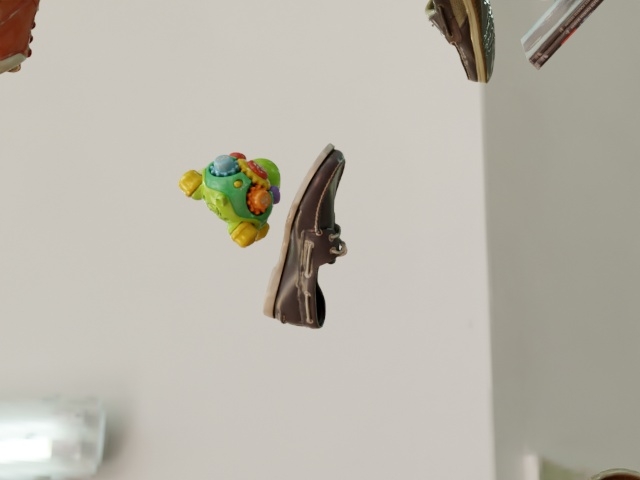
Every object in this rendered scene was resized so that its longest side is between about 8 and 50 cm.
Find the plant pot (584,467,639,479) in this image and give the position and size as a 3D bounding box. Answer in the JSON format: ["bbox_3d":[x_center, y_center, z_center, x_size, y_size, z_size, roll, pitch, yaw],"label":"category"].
[{"bbox_3d":[0.171,0.332,1.127,0.237,0.237,0.254,23,-39,-36],"label":"plant pot"}]

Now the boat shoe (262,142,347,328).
[{"bbox_3d":[0.000,0.000,1.403,0.065,0.075,0.206,25,-58,11],"label":"boat shoe"}]

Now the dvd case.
[{"bbox_3d":[0.183,-0.172,0.979,0.013,0.087,0.119,41,-74,-8],"label":"dvd case"}]

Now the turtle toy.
[{"bbox_3d":[-0.077,-0.050,1.399,0.066,0.095,0.130,-47,-4,14],"label":"turtle toy"}]

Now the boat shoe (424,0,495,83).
[{"bbox_3d":[0.162,-0.286,1.729,0.073,0.080,0.223,-2,-46,19],"label":"boat shoe"}]

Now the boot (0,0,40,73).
[{"bbox_3d":[-0.235,-0.172,1.065,0.059,0.158,0.085,-7,-66,28],"label":"boot"}]
